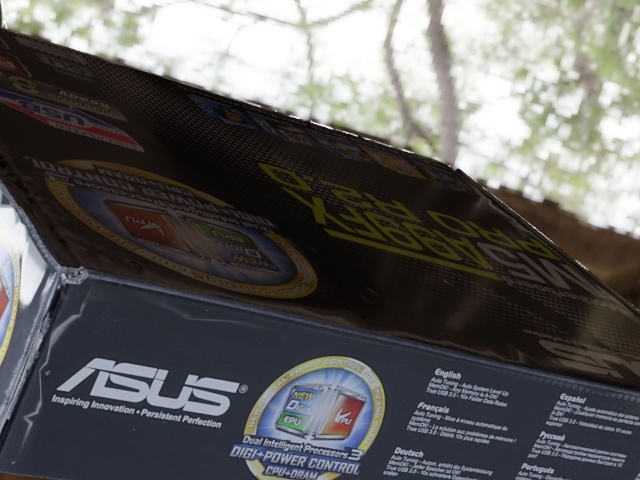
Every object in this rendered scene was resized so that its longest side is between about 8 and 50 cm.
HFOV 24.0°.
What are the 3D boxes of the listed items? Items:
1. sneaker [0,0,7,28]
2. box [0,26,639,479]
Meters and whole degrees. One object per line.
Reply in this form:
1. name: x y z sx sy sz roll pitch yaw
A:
1. sneaker: -0.330 -0.215 0.902 0.185 0.202 0.483 -31 -134 -12
2. box: -0.011 0.011 0.509 0.270 0.060 0.216 14 -162 -34
